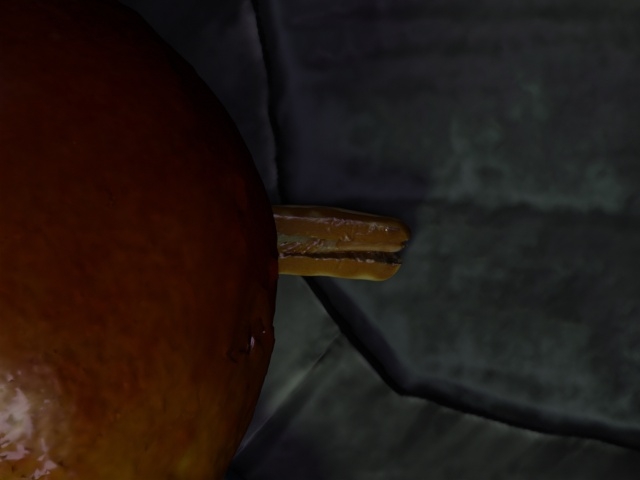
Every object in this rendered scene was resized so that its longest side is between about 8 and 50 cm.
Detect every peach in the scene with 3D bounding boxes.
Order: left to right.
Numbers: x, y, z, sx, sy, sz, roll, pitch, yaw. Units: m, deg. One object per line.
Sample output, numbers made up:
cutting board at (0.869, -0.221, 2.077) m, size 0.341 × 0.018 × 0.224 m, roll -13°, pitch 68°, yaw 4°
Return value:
peach at (-0.140, 0.034, 0.699) m, size 0.281 × 0.281 × 0.238 m, roll -26°, pitch 149°, yaw -7°

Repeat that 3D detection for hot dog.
hot dog at (0.000, 0.000, 0.840) m, size 0.083 × 0.021 × 0.037 m, roll 7°, pitch 120°, yaw -17°

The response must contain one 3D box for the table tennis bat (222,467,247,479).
table tennis bat at (-0.076, 0.186, 0.850) m, size 0.329 × 0.044 × 0.215 m, roll 1°, pitch 100°, yaw -12°
